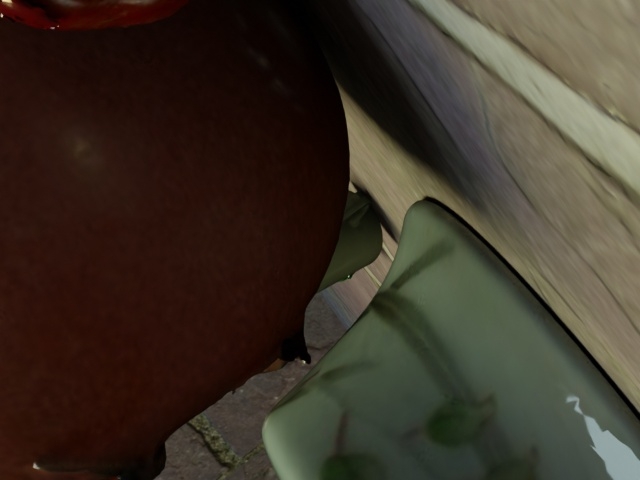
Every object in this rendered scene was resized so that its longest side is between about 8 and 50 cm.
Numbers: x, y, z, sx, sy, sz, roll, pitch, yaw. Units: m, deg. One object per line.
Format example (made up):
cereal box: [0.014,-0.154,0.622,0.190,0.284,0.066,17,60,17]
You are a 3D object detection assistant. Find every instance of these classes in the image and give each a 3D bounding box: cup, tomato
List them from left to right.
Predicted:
tomato: [-0.167,-0.034,0.735,0.273,0.341,0.341,60,175,-23]
cup: [0.001,0.005,1.076,0.075,0.083,0.055,-13,103,45]
cup: [0.087,0.165,0.806,0.347,0.163,0.347,54,177,4]

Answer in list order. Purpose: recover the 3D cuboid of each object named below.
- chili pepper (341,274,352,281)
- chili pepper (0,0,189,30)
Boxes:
chili pepper: [-0.005,-0.012,1.317,0.088,0.059,0.227,59,174,-13]
chili pepper: [-0.102,-0.154,0.597,0.110,0.110,0.387,56,178,-37]
